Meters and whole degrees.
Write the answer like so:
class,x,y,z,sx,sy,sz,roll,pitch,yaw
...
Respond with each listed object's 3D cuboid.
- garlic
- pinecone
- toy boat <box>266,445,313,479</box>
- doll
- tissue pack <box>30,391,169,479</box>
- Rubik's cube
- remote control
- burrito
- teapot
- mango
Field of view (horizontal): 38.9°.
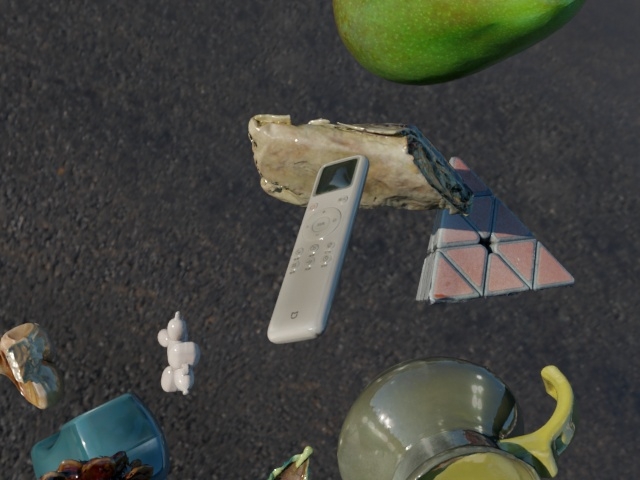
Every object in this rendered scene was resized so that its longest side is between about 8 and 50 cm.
class,x,y,z,sx,sy,sz,roll,pitch,yaw
garlic,-0.557,0.243,1.739,0.124,0.099,0.174,-16,78,-52
pinecone,-0.309,0.399,1.217,0.221,0.221,0.221,15,52,-20
toy boat,-0.094,0.523,1.702,0.108,0.099,0.293,33,63,-8
doll,-0.261,0.216,1.676,0.059,0.160,0.161,-1,66,-18
tissue pack,-0.424,0.437,1.765,0.198,0.287,0.206,-20,78,-45
Rubik's cube,0.264,0.035,1.598,0.229,0.228,0.233,48,-1,-40
remote control,0.000,0.000,0.981,0.029,0.067,0.261,54,38,-36
burrito,0.066,-0.107,1.328,0.348,0.175,0.107,7,66,1
teapot,0.095,0.138,0.597,0.166,0.130,0.119,-25,26,0
mango,0.151,-0.280,1.021,0.225,0.382,0.201,-32,114,-20
